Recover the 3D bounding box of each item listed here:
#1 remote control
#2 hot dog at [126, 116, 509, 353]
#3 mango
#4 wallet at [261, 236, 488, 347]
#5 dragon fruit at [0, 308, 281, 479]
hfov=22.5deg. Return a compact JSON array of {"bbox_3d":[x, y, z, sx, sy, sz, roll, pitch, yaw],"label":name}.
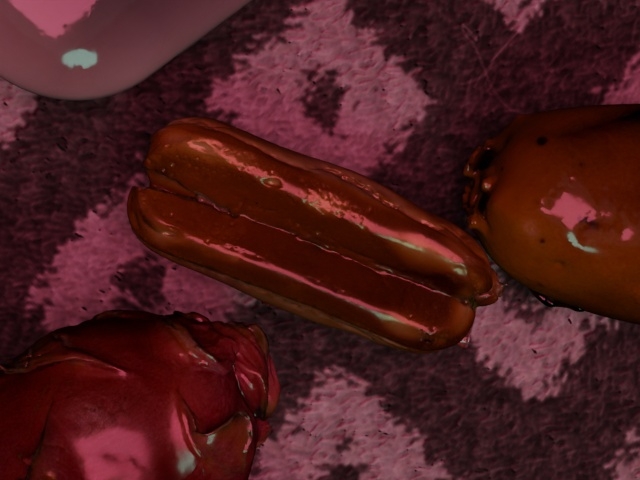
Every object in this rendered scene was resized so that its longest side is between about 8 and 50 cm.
[{"bbox_3d":[-0.167,-0.262,1.370,0.332,0.103,0.221,-38,100,-13],"label":"remote control"},{"bbox_3d":[0.000,0.000,1.395,0.337,0.100,0.135,21,97,-5],"label":"hot dog"},{"bbox_3d":[0.269,-0.027,1.430,0.287,0.152,0.201,3,80,-11],"label":"mango"},{"bbox_3d":[0.052,0.029,1.461,0.196,0.020,0.103,12,87,-8],"label":"wallet"},{"bbox_3d":[-0.183,0.180,1.322,0.315,0.250,0.250,-10,93,-16],"label":"dragon fruit"}]
